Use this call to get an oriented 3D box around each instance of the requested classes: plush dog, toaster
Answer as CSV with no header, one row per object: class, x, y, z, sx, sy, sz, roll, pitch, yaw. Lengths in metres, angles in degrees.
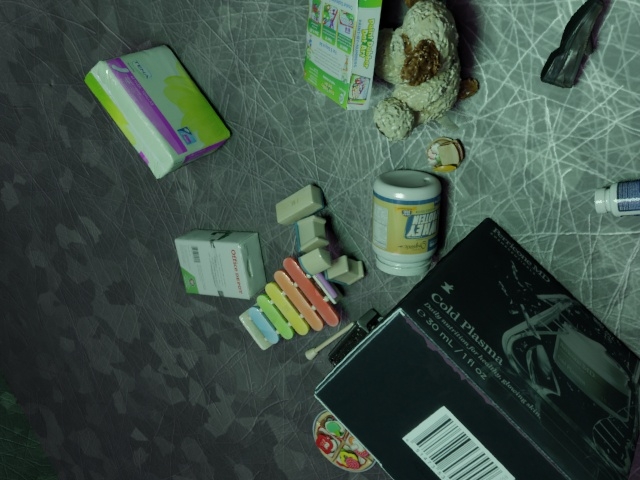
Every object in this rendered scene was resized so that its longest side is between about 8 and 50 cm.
plush dog,0.200,-0.341,1.332,0.211,0.262,0.225,-1,151,5
toaster,0.126,0.283,1.723,0.168,0.110,0.185,42,126,10

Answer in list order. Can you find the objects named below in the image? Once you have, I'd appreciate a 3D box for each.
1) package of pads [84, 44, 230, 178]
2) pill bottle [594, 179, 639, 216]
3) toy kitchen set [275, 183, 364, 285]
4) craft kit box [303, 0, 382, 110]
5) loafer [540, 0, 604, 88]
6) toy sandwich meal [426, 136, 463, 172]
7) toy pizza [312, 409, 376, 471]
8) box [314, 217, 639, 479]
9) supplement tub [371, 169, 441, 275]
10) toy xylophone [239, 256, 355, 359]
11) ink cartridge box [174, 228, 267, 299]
package of pads,-0.379,-0.317,1.697,0.101,0.229,0.296,-36,91,40
pill bottle,0.577,-0.078,1.315,0.120,0.067,0.067,-3,109,32
toy kitchen set,0.000,0.000,1.709,0.122,0.166,0.207,-27,58,36
craft kit box,0.038,-0.414,1.420,0.250,0.061,0.246,-129,42,-55
loafer,0.464,-0.354,1.277,0.061,0.062,0.170,22,127,-4
toy sandwich meal,0.260,-0.178,1.489,0.086,0.029,0.085,13,117,27
toy pizza,0.062,0.549,1.927,0.201,0.032,0.201,13,117,27
box,0.332,0.278,1.368,0.480,0.472,0.297,45,125,7
supplement tub,0.183,-0.039,1.526,0.144,0.144,0.199,12,117,27
toy xylophone,-0.051,0.183,1.804,0.236,0.081,0.322,47,128,5
ink cartridge box,-0.262,0.060,1.873,0.220,0.092,0.160,4,113,30
